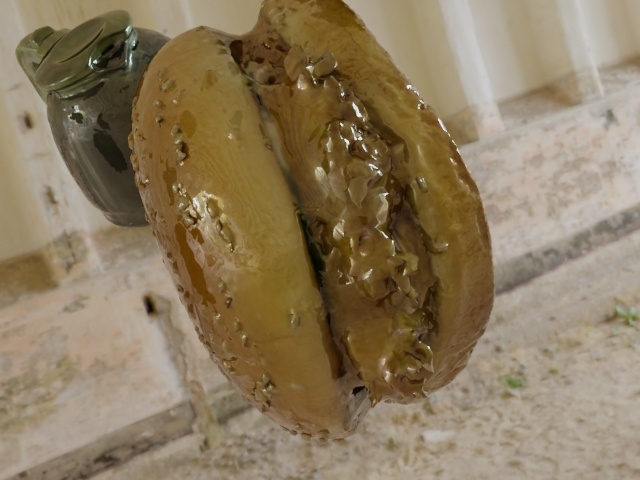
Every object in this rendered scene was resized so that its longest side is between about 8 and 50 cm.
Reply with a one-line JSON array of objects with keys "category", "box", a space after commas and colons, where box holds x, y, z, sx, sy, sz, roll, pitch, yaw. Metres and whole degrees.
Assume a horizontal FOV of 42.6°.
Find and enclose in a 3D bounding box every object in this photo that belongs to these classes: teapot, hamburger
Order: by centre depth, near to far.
[{"category": "hamburger", "box": [0.000, 0.000, 0.737, 0.268, 0.445, 0.287, -21, 15, -15]}, {"category": "teapot", "box": [-0.258, -0.194, 1.092, 0.239, 0.239, 0.321, -33, 38, 1]}]
